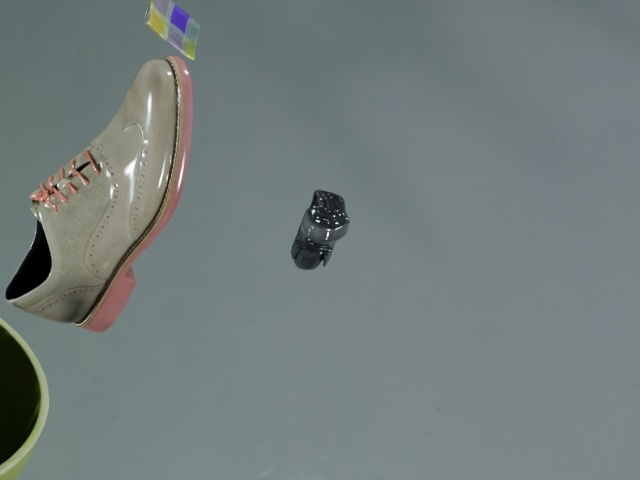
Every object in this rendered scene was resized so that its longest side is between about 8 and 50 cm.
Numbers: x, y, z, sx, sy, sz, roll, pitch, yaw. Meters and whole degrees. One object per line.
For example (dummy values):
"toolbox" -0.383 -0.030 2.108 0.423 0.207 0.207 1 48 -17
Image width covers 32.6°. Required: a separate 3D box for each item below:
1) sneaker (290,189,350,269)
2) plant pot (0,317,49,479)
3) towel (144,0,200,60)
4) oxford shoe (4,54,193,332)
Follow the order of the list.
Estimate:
"sneaker" -0.003 -0.001 1.221 0.051 0.170 0.089 17 108 -3
"plant pot" -0.371 0.208 0.801 0.274 0.274 0.294 37 118 31
"towel" -0.173 -0.255 1.286 0.009 0.083 0.060 -19 48 33
"oxford shoe" -0.241 -0.047 1.183 0.348 0.130 0.123 -65 35 22
